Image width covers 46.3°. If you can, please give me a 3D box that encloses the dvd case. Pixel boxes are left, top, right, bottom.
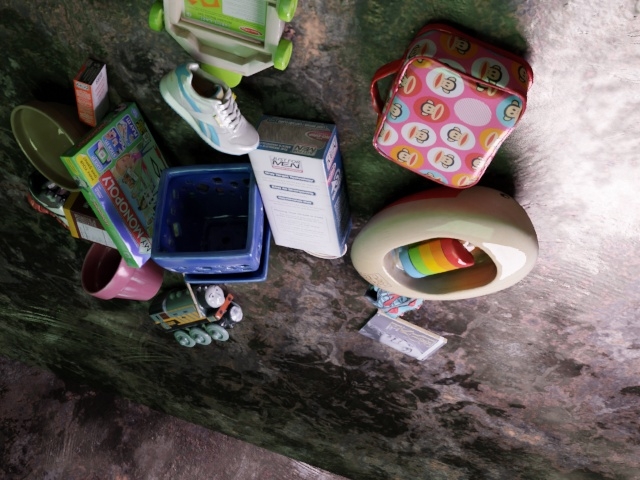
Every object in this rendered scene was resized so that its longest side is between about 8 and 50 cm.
[{"bbox_3d":[0.238,0.280,2.198,0.221,0.018,0.164,24,148,-6],"label":"dvd case"}]

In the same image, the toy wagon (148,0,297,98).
[{"bbox_3d":[-0.180,-0.394,1.368,0.267,0.068,0.344,18,149,3],"label":"toy wagon"}]

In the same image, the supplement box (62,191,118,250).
[{"bbox_3d":[-0.506,-0.092,1.882,0.194,0.191,0.129,17,148,4],"label":"supplement box"}]

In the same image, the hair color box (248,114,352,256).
[{"bbox_3d":[-0.037,-0.115,1.672,0.173,0.105,0.347,11,147,16],"label":"hair color box"}]

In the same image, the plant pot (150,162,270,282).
[{"bbox_3d":[-0.234,-0.026,1.725,0.235,0.236,0.212,-3,155,11],"label":"plant pot"}]

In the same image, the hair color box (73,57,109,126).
[{"bbox_3d":[-0.502,-0.323,1.647,0.043,0.072,0.141,20,147,0],"label":"hair color box"}]

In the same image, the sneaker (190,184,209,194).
[{"bbox_3d":[-0.314,-0.022,1.947,0.108,0.121,0.302,19,147,5],"label":"sneaker"}]

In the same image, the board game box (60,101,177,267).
[{"bbox_3d":[-0.435,-0.125,1.717,0.046,0.214,0.317,6,134,33],"label":"board game box"}]

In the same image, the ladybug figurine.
[{"bbox_3d":[0.261,-0.001,1.626,0.449,0.162,0.305,-13,136,41],"label":"ladybug figurine"}]

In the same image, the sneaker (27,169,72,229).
[{"bbox_3d":[-0.683,-0.106,2.018,0.276,0.098,0.135,28,146,14],"label":"sneaker"}]

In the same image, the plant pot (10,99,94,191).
[{"bbox_3d":[-0.602,-0.240,1.763,0.237,0.110,0.237,23,140,21],"label":"plant pot"}]

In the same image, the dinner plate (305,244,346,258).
[{"bbox_3d":[0.000,0.000,1.908,0.141,0.017,0.141,15,148,10],"label":"dinner plate"}]

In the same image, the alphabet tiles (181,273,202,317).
[{"bbox_3d":[-0.380,0.121,2.132,0.237,0.009,0.198,168,80,-79],"label":"alphabet tiles"}]

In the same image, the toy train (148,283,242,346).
[{"bbox_3d":[-0.395,0.229,2.368,0.333,0.142,0.190,-16,124,43],"label":"toy train"}]

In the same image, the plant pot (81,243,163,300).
[{"bbox_3d":[-0.573,0.091,2.213,0.201,0.202,0.180,-10,152,39],"label":"plant pot"}]

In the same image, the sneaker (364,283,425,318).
[{"bbox_3d":[0.193,0.120,1.904,0.125,0.104,0.262,29,147,-10],"label":"sneaker"}]

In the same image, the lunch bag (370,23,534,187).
[{"bbox_3d":[0.210,-0.236,1.340,0.258,0.120,0.293,22,149,-2],"label":"lunch bag"}]

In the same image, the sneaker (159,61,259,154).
[{"bbox_3d":[-0.201,-0.251,1.455,0.228,0.088,0.092,38,143,-30],"label":"sneaker"}]
